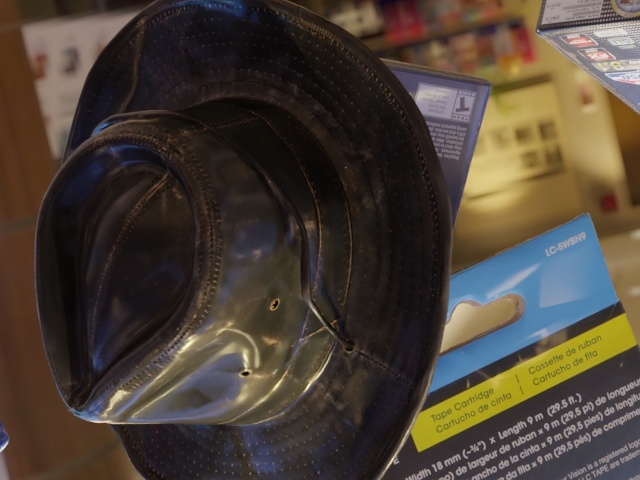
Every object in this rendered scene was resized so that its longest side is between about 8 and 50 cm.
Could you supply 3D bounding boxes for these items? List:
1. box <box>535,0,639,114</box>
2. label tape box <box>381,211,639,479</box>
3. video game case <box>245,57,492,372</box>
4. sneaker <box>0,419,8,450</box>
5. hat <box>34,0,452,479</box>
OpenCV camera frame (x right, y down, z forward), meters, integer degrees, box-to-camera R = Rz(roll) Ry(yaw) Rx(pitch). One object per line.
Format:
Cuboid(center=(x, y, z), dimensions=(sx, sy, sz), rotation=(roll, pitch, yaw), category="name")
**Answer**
Cuboid(center=(0.339, -0.155, 1.530), dimensions=(0.270, 0.060, 0.216), rotation=(-1, 158, 41), category="box")
Cuboid(center=(0.133, 0.178, 1.414), dimensions=(0.241, 0.333, 0.106), rotation=(-23, -174, -19), category="label tape box")
Cuboid(center=(0.000, 0.000, 1.408), dimensions=(0.196, 0.274, 0.026), rotation=(8, -164, -22), category="video game case")
Cuboid(center=(-0.357, 0.172, 1.629), dimensions=(0.131, 0.112, 0.296), rotation=(-29, 177, 9), category="sneaker")
Cuboid(center=(-0.081, 0.025, 1.114), dimensions=(0.331, 0.331, 0.134), rotation=(-11, -175, 39), category="hat")
